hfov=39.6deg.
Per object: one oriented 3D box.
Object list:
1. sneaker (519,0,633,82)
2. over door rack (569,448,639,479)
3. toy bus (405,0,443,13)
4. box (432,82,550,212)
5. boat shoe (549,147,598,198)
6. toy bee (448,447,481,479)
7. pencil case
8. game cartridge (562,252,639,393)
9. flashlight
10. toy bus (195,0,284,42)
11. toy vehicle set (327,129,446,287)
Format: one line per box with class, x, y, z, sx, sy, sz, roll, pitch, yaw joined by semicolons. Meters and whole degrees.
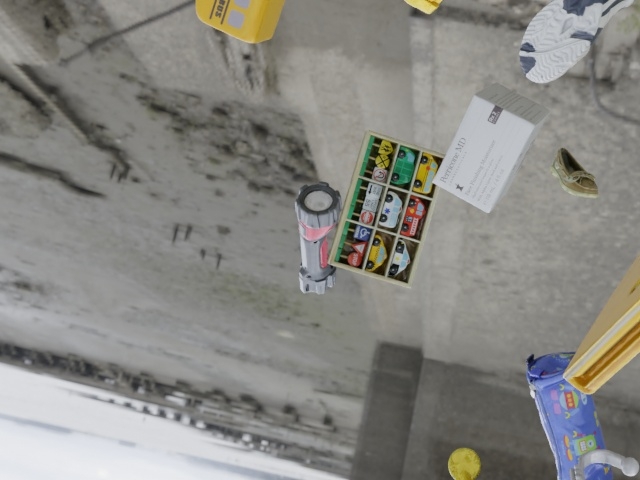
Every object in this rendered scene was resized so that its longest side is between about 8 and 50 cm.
sneaker;0.385;-0.330;1.272;0.094;0.235;0.153;35;-155;26
over door rack;0.264;0.378;0.801;0.108;0.239;0.324;1;-159;22
toy bus;0.252;-0.613;1.835;0.149;0.220;0.211;28;146;-33
box;0.309;-0.171;1.603;0.119;0.181;0.182;29;-155;13
boat shoe;0.479;-0.125;1.672;0.056;0.048;0.153;4;-153;-11
toy bee;0.233;0.448;1.396;0.162;0.195;0.298;-8;137;3
pencil case;0.533;0.389;1.912;0.133;0.306;0.119;-20;-170;-15
game cartridge;0.467;0.028;1.179;0.052;0.323;0.285;38;144;11
flashlight;0.000;0.000;2.002;0.103;0.103;0.304;8;144;9
toy bus;-0.090;-0.481;1.343;0.130;0.333;0.108;27;-155;11
toy vehicle set;0.128;-0.059;1.702;0.166;0.267;0.035;16;180;-7
